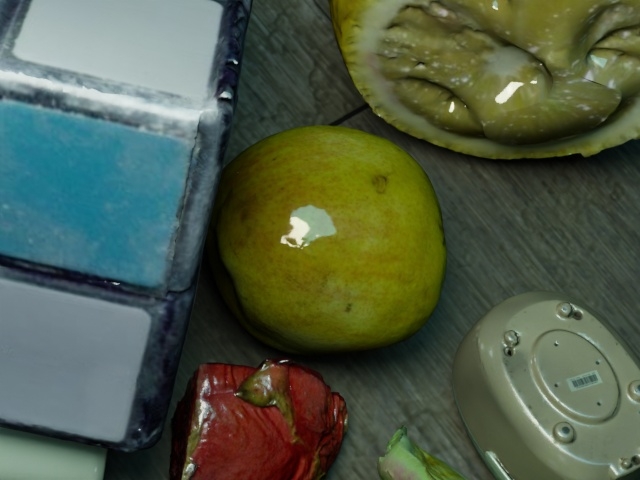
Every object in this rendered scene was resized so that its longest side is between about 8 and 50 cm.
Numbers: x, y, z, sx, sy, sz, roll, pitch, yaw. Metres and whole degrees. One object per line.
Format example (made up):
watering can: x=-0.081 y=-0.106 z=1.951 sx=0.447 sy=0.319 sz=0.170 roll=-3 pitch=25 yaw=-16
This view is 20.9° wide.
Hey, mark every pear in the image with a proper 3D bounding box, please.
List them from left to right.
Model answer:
pear: x=0.000 y=0.000 z=1.387 sx=0.200 sy=0.200 sz=0.200 roll=4 pitch=64 yaw=-9

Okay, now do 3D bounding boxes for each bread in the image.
bread: x=0.157 y=0.239 z=1.264 sx=0.301 sy=0.301 sz=0.045 roll=37 pitch=90 yaw=8

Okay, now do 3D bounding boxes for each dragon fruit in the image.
dragon fruit: x=-0.041 y=0.166 z=1.342 sx=0.161 sy=0.120 sz=0.127 roll=0 pitch=70 yaw=-16

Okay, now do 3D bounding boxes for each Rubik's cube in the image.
Rubik's cube: x=-0.229 y=-0.078 z=1.259 sx=0.313 sy=0.318 sz=0.316 roll=12 pitch=34 yaw=-6

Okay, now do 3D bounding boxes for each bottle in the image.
bottle: x=-0.282 y=0.134 z=1.316 sx=0.245 sy=0.104 sz=0.104 roll=8 pitch=63 yaw=-7

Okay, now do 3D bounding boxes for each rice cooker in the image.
rice cooker: x=0.195 y=0.136 z=1.397 sx=0.145 sy=0.127 sz=0.206 roll=-26 pitch=64 yaw=-20

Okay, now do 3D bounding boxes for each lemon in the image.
lemon: x=0.174 y=-0.272 z=1.472 sx=0.364 sy=0.364 sz=0.364 roll=4 pitch=64 yaw=-9

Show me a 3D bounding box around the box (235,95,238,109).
box: x=-0.166 y=-0.191 z=1.515 sx=0.120 sy=0.069 sz=0.224 roll=-19 pitch=69 yaw=-18
